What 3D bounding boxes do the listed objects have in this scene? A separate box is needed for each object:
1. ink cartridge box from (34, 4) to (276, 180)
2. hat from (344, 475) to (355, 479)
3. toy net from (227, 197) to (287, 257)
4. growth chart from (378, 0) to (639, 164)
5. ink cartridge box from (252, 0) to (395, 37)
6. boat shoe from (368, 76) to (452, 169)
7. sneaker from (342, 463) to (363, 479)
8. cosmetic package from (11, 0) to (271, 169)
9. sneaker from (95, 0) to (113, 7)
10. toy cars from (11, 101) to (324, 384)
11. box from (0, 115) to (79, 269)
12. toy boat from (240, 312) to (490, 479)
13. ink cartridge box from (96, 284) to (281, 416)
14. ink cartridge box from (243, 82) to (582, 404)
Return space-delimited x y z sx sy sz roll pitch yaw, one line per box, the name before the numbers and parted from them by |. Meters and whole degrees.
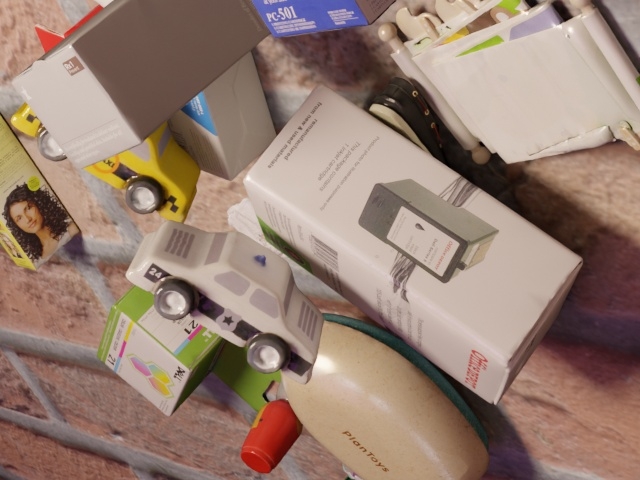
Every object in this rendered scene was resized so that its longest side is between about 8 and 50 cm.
ink cartridge box | -0.166 -0.160 1.399 0.231 0.078 0.134 22 145 33
hat | 0.051 0.422 1.803 0.173 0.183 0.208 41 151 4
toy net | 0.000 0.000 1.448 0.232 0.045 0.122 14 143 44
growth chart | 0.155 -0.128 1.102 0.237 0.021 0.172 -3 128 53
ink cartridge box | 0.052 -0.213 0.921 0.097 0.207 0.046 2 132 50
boat shoe | 0.087 -0.089 1.215 0.049 0.042 0.133 20 159 40
sneaker | 0.067 0.275 1.743 0.098 0.038 0.069 13 139 28
cosmetic package | -0.126 -0.172 1.165 0.107 0.238 0.127 52 151 -16
sneaker | -0.285 -0.257 1.314 0.235 0.153 0.094 45 -178 -3
toy cars | -0.126 -0.033 1.268 0.393 0.176 0.087 49 117 27
box | -0.414 -0.076 1.815 0.058 0.087 0.232 8 138 49
toy boat | 0.033 0.180 1.571 0.267 0.148 0.318 47 144 -19
ink cartridge box | -0.155 0.169 1.810 0.255 0.097 0.189 40 151 6
ink cartridge box | 0.080 0.009 1.232 0.273 0.114 0.198 35 169 12
